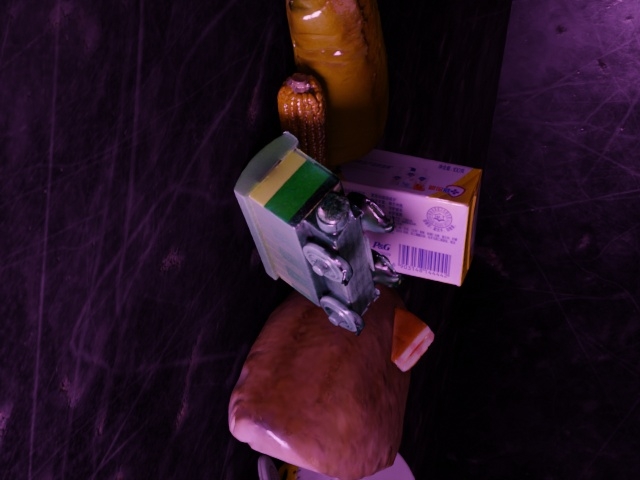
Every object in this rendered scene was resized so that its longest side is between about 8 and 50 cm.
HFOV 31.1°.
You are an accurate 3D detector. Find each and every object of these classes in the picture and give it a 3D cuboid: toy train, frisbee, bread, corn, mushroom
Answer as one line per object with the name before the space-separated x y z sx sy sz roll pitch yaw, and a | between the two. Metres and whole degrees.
toy train | 0.000 0.000 1.552 0.120 0.202 0.301 -47 157 -15
frisbee | -0.076 0.400 1.867 0.110 0.014 0.110 -19 90 -83
bread | 0.142 0.143 1.756 0.043 0.062 0.109 49 34 -42
corn | -0.021 -0.150 1.590 0.207 0.068 0.068 83 25 -52
mushroom | 0.013 0.195 1.722 0.397 0.224 0.314 15 91 -75
bread | 0.037 -0.258 1.626 0.383 0.112 0.166 79 28 -56

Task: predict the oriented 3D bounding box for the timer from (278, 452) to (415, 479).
timer | 0.013 0.481 2.012 0.285 0.285 0.285 13 90 -75

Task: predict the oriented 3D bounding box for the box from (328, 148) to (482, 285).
box | 0.111 -0.044 1.796 0.097 0.265 0.168 -63 158 -47
